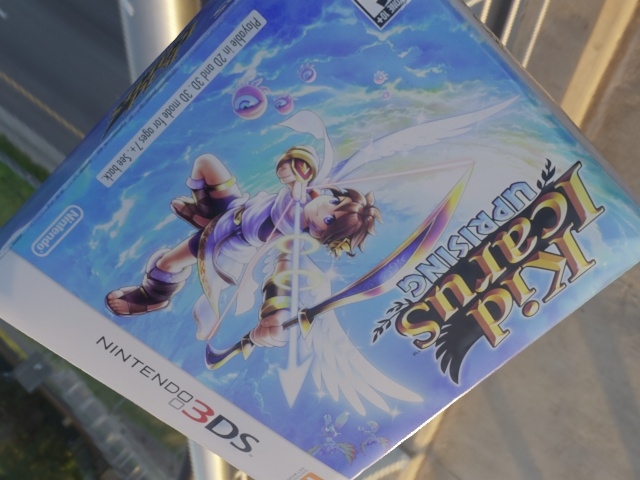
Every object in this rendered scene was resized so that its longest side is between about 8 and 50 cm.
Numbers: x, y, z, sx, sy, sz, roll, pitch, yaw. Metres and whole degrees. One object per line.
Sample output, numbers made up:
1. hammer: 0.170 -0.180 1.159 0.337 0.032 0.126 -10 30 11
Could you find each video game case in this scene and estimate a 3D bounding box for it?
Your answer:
1. video game case: 0.000 0.000 0.445 0.244 0.269 0.061 39 -160 -25
